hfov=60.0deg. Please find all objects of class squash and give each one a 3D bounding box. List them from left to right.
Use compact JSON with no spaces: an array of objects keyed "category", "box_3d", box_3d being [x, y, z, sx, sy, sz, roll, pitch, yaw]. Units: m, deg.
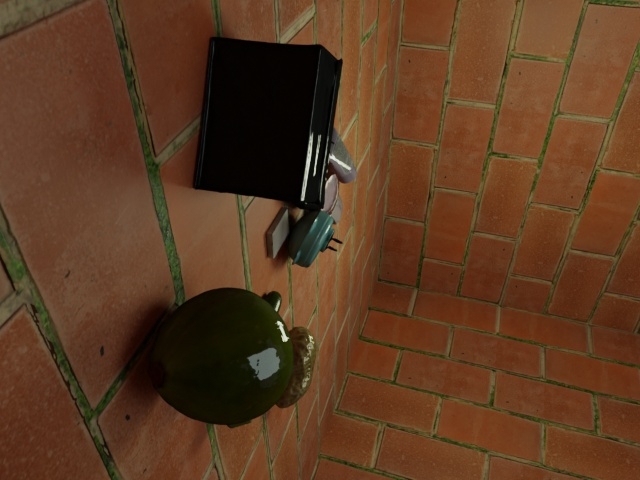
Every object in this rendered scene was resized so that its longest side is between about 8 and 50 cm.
[{"category":"squash","box_3d":[-0.178,0.254,1.755,0.252,0.066,0.066,-66,161,-44]}]

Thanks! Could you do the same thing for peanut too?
[{"category":"peanut","box_3d":[-0.100,0.490,2.122,0.153,0.140,0.325,17,89,-58]}]

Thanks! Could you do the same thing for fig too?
[{"category":"fig","box_3d":[-0.221,0.247,1.168,0.316,0.316,0.316,11,90,-77]}]

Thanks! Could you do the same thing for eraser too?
[{"category":"eraser","box_3d":[-0.137,-0.025,1.797,0.150,0.023,0.104,-64,159,-47]}]

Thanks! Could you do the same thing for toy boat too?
[{"category":"toy boat","box_3d":[0.006,-0.170,2.131,0.141,0.099,0.318,21,77,-35]}]

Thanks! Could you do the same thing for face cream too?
[{"category":"face cream","box_3d":[0.072,-0.344,2.294,0.274,0.096,0.154,56,46,-55]}]

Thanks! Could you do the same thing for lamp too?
[{"category":"lamp","box_3d":[-0.026,-0.010,1.972,0.209,0.147,0.284,-60,160,13]}]

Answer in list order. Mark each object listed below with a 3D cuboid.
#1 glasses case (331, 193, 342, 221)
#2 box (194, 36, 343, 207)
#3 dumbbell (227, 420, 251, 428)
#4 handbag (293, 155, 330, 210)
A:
[{"category":"glasses case","box_3d":[0.043,-0.145,2.324,0.297,0.075,0.113,43,57,-75]},{"category":"box","box_3d":[-0.111,-0.257,1.240,0.204,0.251,0.345,-23,122,-74]},{"category":"dumbbell","box_3d":[-0.249,0.406,1.497,0.108,0.121,0.302,-39,148,-23]},{"category":"handbag","box_3d":[-0.038,-0.226,1.914,0.275,0.088,0.244,0,99,-74]}]
